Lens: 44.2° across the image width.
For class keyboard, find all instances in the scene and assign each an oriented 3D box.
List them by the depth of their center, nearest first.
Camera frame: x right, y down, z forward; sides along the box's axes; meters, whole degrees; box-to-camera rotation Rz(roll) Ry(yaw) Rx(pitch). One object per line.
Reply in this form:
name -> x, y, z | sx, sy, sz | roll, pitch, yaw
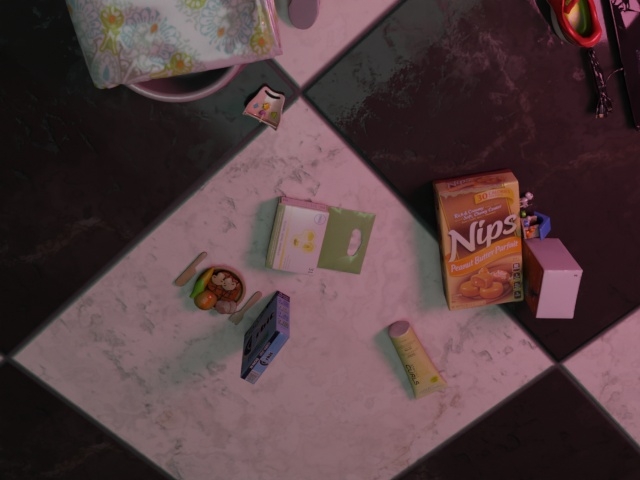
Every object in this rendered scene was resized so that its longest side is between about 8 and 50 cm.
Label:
keyboard -> 0.672, -0.385, 1.716 | 0.202, 0.033, 0.317 | -22, 114, 1

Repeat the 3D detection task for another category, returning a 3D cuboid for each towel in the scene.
towel -> -0.271, -0.453, 1.406 | 0.375, 0.090, 0.320 | -9, 117, 3

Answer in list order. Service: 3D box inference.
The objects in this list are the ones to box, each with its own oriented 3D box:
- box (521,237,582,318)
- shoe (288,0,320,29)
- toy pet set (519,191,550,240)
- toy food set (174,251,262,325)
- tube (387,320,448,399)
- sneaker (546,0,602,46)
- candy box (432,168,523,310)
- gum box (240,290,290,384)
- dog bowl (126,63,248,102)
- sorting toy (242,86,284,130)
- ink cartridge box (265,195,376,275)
box -> 0.535, 0.086, 1.859 | 0.091, 0.170, 0.130 | 1, 115, -4
shoe -> -0.022, -0.518, 1.595 | 0.064, 0.081, 0.178 | 14, 144, 3
toy pet set -> 0.498, -0.050, 1.823 | 0.065, 0.122, 0.114 | -12, 136, 11
toy food set -> -0.244, 0.124, 1.907 | 0.192, 0.038, 0.132 | 36, 109, -19
tube -> 0.246, 0.310, 2.018 | 0.070, 0.062, 0.240 | 2, 131, 42
sneaker -> 0.500, -0.514, 1.593 | 0.107, 0.118, 0.279 | -32, 113, 11
candy box -> 0.372, 0.002, 1.855 | 0.183, 0.087, 0.316 | -9, 117, 2
gum box -> -0.130, 0.228, 1.883 | 0.041, 0.184, 0.157 | 30, 110, -16
dog bowl -> -0.285, -0.428, 1.526 | 0.349, 0.102, 0.348 | -1, 118, -2
sorting toy -> -0.116, -0.291, 1.713 | 0.083, 0.045, 0.075 | 26, 105, -14
ink cartridge box -> 0.000, 0.000, 1.854 | 0.235, 0.056, 0.171 | 11, 114, -6
